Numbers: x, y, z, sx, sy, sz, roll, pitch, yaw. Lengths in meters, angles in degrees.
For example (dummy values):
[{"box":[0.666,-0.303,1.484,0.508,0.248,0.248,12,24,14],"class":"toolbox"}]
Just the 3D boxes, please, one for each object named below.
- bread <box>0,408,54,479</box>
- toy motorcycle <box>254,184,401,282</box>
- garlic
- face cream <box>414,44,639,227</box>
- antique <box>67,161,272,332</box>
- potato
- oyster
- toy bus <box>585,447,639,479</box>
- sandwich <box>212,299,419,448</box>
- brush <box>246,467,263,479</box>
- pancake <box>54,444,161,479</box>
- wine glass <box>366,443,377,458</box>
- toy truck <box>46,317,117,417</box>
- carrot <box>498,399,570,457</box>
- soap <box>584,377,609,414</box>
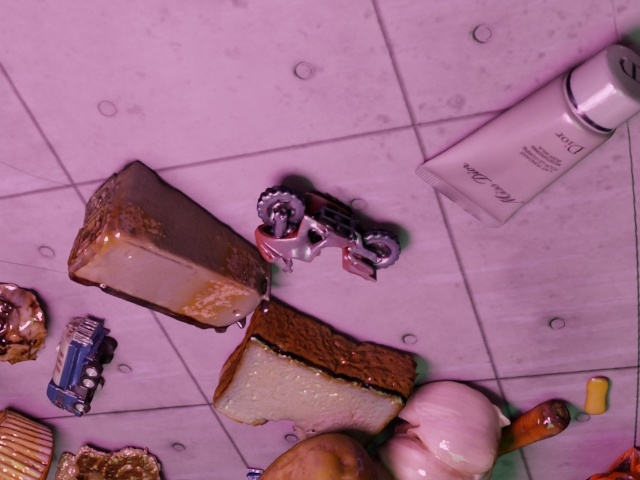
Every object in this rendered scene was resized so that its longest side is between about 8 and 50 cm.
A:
[{"box":[-0.574,0.418,1.836,0.133,0.179,0.250,29,132,-21],"class":"bread"},{"box":[0.000,0.000,1.383,0.213,0.084,0.118,23,125,-17],"class":"toy motorcycle"},{"box":[0.171,0.367,1.625,0.203,0.184,0.281,20,137,16],"class":"garlic"},{"box":[0.259,-0.120,1.222,0.143,0.089,0.314,32,142,-17],"class":"face cream"},{"box":[-0.197,0.031,1.425,0.284,0.150,0.125,31,131,-28],"class":"antique"},{"box":[0.001,0.413,1.568,0.229,0.229,0.266,28,131,-14],"class":"potato"},{"box":[-0.625,0.160,1.655,0.396,0.111,0.204,1,136,6],"class":"oyster"},{"box":[0.556,0.439,1.629,0.329,0.153,0.143,19,132,-8],"class":"toy bus"},{"box":[-0.017,0.232,1.596,0.273,0.095,0.249,23,135,-10],"class":"sandwich"},{"box":[-0.118,0.505,1.859,0.033,0.030,0.178,-1,98,0],"class":"brush"},{"box":[-0.391,0.472,1.933,0.212,0.056,0.257,-6,124,8],"class":"pancake"},{"box":[0.013,0.411,1.761,0.202,0.093,0.093,-20,126,30],"class":"wine glass"},{"box":[-0.396,0.207,1.667,0.088,0.074,0.201,23,133,-3],"class":"toy truck"},{"box":[0.330,0.303,1.621,0.055,0.055,0.161,32,137,-18],"class":"carrot"},{"box":[0.426,0.240,1.564,0.034,0.012,0.089,2,133,10],"class":"soap"}]
